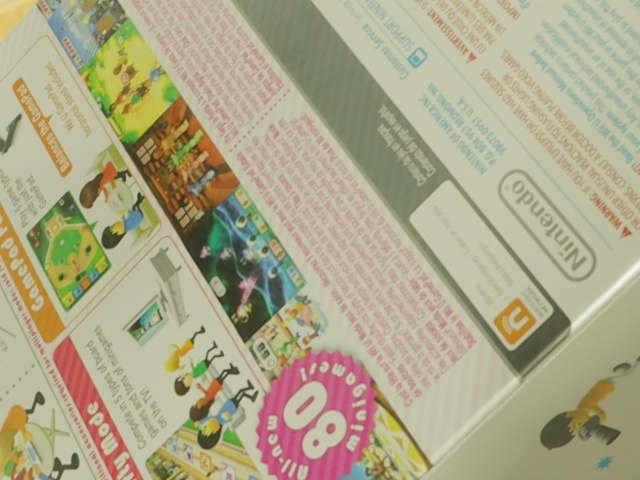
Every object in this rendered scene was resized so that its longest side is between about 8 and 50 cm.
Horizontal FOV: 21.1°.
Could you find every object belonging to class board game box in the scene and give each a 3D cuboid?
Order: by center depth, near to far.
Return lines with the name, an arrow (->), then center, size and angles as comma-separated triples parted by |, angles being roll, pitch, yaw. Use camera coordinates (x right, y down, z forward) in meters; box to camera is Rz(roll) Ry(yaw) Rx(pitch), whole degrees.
board game box -> 0.000, 0.000, 0.481 | 0.303, 0.097, 0.224 | -44, 50, 12
